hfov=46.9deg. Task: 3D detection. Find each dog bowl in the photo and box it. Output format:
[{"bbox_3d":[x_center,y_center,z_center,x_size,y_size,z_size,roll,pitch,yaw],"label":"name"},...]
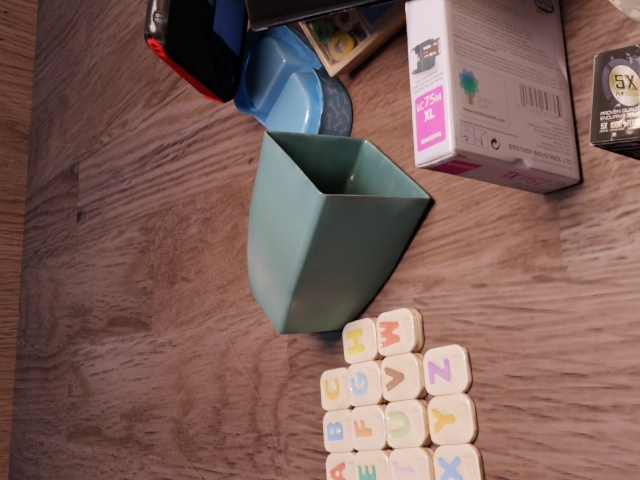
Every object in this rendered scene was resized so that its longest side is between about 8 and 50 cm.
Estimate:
[{"bbox_3d":[-0.046,-0.224,1.142,0.166,0.074,0.297,-56,45,31],"label":"dog bowl"}]

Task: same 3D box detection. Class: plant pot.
[{"bbox_3d":[0.000,0.000,0.980,0.165,0.165,0.234,50,131,44],"label":"plant pot"}]

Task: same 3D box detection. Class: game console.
[{"bbox_3d":[-0.151,-0.410,1.039,0.342,0.060,0.387,24,-108,-86],"label":"game console"}]

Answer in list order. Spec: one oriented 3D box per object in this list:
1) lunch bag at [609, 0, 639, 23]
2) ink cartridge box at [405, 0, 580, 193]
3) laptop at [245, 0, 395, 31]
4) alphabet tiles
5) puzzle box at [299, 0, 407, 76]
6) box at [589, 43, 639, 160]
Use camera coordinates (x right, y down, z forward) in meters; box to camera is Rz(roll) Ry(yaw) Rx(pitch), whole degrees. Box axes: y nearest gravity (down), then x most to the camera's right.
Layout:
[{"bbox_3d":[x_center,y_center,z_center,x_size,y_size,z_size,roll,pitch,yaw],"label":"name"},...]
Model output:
[{"bbox_3d":[0.293,-0.325,0.526,0.305,0.212,0.256,84,-176,-80],"label":"lunch bag"},{"bbox_3d":[0.172,-0.213,0.755,0.065,0.185,0.311,-16,71,53],"label":"ink cartridge box"},{"bbox_3d":[0.061,-0.477,0.803,0.382,0.236,0.408,13,62,54],"label":"laptop"},{"bbox_3d":[0.087,0.234,0.932,0.278,0.021,0.284,-22,67,50],"label":"alphabet tiles"},{"bbox_3d":[0.081,-0.431,0.930,0.409,0.052,0.272,-34,85,45],"label":"puzzle box"},{"bbox_3d":[0.327,-0.106,0.564,0.180,0.147,0.078,0,84,54],"label":"box"}]
